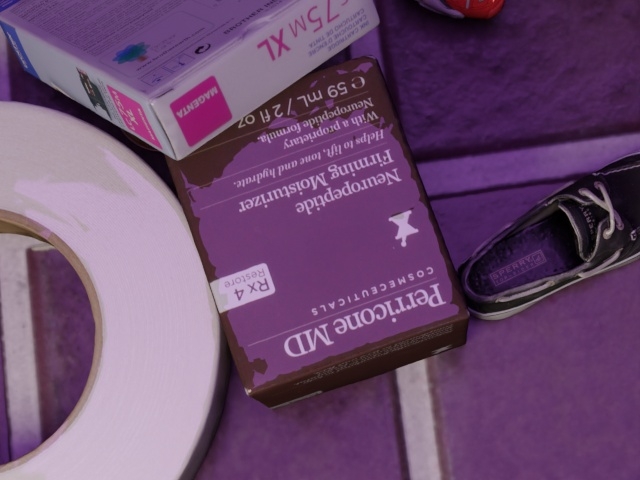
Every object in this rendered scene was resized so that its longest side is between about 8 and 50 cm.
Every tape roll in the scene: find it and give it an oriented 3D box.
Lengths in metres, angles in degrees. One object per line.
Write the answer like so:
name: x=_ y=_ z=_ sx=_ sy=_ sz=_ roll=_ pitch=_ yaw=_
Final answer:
tape roll: x=-0.264 y=0.081 z=1.129 sx=0.392 sy=0.072 sz=0.392 roll=-1 pitch=80 yaw=5

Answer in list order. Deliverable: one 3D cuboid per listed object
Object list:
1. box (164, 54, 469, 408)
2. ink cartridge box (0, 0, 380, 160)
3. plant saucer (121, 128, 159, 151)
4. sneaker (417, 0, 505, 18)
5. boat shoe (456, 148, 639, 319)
box: x=0.000 y=0.000 z=1.074 sx=0.168 sy=0.167 sz=0.203 roll=-20 pitch=78 yaw=0
ink cartridge box: x=-0.119 y=-0.172 z=1.092 sx=0.186 sy=0.065 sz=0.311 roll=-36 pitch=38 yaw=-19
plant saucer: x=-0.127 y=-0.111 z=1.183 sx=0.083 sy=0.015 sz=0.083 roll=-1 pitch=78 yaw=4
sneaker: x=0.151 y=-0.306 z=1.173 sx=0.118 sy=0.107 sz=0.279 roll=24 pitch=85 yaw=-10
boat shoe: x=0.204 y=-0.008 z=1.109 sx=0.219 sy=0.070 sz=0.078 roll=-32 pitch=78 yaw=-3
